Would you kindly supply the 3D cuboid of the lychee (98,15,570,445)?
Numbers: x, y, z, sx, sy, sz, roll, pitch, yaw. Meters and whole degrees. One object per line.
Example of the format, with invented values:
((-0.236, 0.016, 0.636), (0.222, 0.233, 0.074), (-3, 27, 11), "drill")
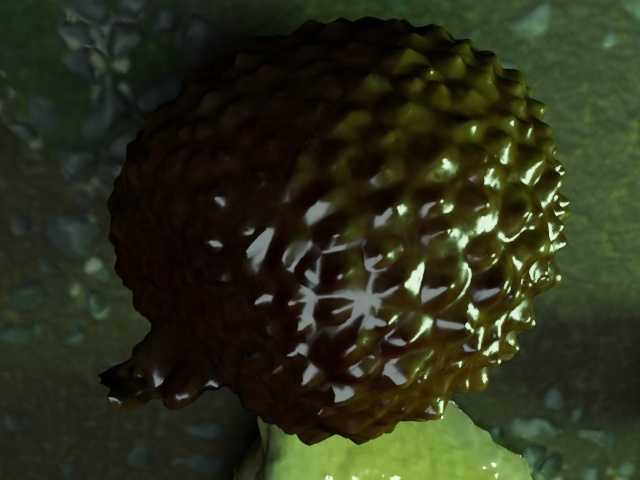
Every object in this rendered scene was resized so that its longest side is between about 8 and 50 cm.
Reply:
((0.000, 0.000, 0.482), (0.238, 0.200, 0.200), (-41, 113, -9), "lychee")

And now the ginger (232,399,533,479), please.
((0.030, 0.164, 0.624), (0.193, 0.115, 0.123), (17, 134, -20), "ginger")
